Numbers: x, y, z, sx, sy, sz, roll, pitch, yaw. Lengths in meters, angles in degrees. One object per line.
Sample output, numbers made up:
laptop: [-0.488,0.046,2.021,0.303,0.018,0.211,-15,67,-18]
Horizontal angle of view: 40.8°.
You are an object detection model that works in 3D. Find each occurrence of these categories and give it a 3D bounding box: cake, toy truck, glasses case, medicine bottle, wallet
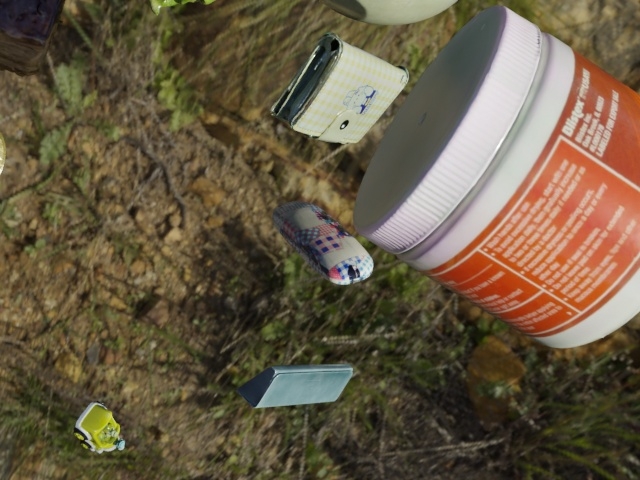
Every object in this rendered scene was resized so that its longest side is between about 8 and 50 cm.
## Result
cake: [-0.437,-0.354,1.184,0.196,0.293,0.198,24,83,-24]
toy truck: [-0.410,0.360,1.627,0.077,0.111,0.076,17,55,22]
glasses case: [-0.040,0.294,1.733,0.266,0.105,0.056,10,50,-54]
medicine bottle: [0.195,-0.055,0.827,0.241,0.252,0.252,30,50,-12]
wallet: [0.051,-0.306,1.822,0.077,0.223,0.309,41,17,26]
glasses case: [0.000,0.000,2.064,0.125,0.076,0.327,-14,39,-30]

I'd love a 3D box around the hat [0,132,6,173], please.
hat: [-0.657,-0.152,1.595,0.067,0.146,0.146,22,48,12]

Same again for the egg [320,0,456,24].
egg: [0.067,-0.338,0.982,0.217,0.183,0.183,-11,64,-35]

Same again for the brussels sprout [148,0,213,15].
brussels sprout: [-0.202,-0.508,1.405,0.227,0.294,0.259,45,46,-22]
